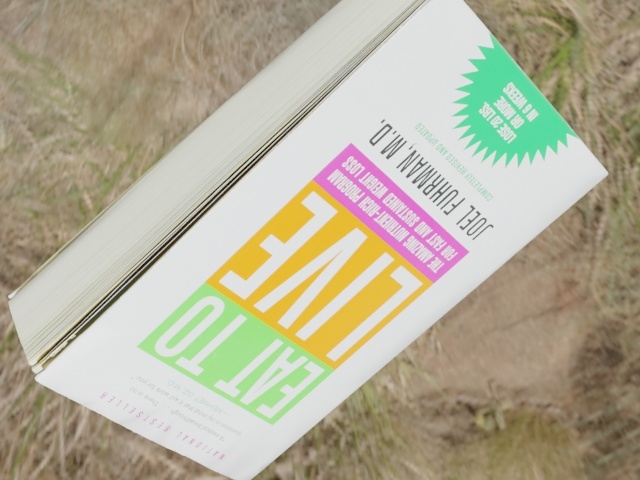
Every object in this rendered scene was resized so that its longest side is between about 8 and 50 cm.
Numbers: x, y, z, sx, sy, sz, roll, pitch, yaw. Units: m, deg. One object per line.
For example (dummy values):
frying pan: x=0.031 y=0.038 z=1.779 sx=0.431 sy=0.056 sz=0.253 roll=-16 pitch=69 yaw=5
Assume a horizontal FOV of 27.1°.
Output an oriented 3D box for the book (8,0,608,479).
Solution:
book: x=0.000 y=0.000 z=0.370 sx=0.144 sy=0.035 sz=0.096 roll=-42 pitch=133 yaw=10
